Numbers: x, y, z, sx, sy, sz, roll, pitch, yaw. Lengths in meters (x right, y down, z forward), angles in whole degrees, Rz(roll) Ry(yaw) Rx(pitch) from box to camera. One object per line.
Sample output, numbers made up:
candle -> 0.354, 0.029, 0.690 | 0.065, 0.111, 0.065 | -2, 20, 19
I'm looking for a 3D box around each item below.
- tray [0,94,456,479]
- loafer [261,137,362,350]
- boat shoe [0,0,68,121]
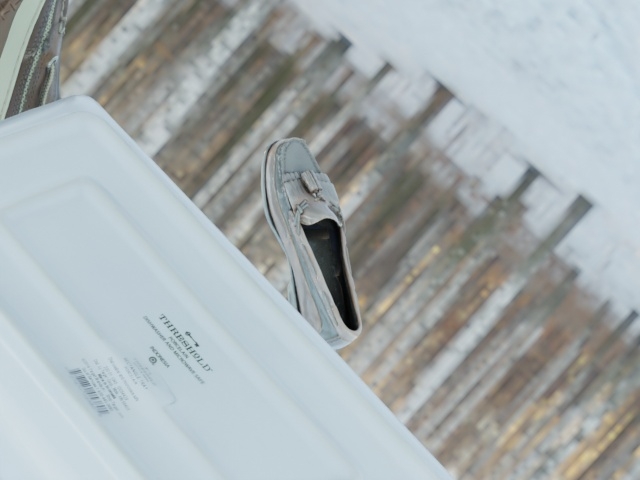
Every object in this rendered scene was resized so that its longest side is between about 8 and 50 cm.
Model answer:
tray -> -0.056, 0.044, 0.577 | 0.145, 0.030, 0.270 | -26, -118, -39
loafer -> 0.000, 0.000, 0.913 | 0.045, 0.125, 0.039 | -5, 170, -38
boat shoe -> -0.188, -0.097, 0.923 | 0.095, 0.257, 0.095 | 18, 175, 31
